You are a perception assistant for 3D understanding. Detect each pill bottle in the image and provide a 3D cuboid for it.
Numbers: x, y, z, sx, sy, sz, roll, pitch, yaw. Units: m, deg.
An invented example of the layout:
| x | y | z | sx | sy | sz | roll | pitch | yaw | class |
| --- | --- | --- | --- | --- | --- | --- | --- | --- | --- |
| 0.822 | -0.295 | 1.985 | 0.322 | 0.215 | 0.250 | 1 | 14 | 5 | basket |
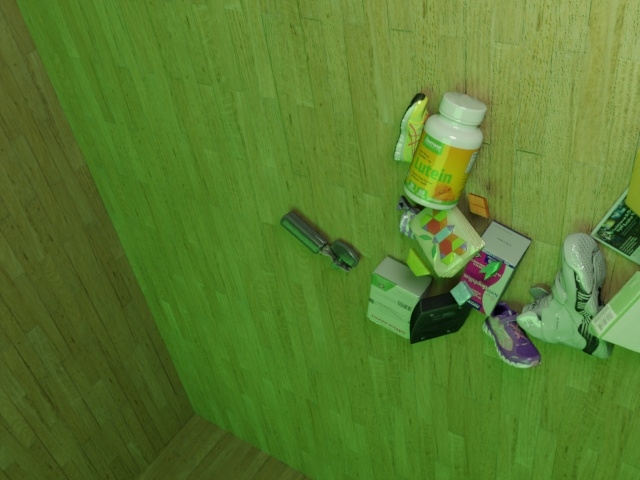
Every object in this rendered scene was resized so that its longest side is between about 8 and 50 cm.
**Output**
| x | y | z | sx | sy | sz | roll | pitch | yaw | class |
| --- | --- | --- | --- | --- | --- | --- | --- | --- | --- |
| 0.289 | -0.206 | 1.503 | 0.136 | 0.136 | 0.245 | 28 | 124 | 20 | pill bottle |

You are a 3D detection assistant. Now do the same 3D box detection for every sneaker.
| x | y | z | sx | sy | sz | roll | pitch | yaw | class |
| --- | --- | --- | --- | --- | --- | --- | --- | --- | --- |
| 0.509 | 0.244 | 1.752 | 0.236 | 0.095 | 0.104 | -117 | 27 | -59 | sneaker |
| 0.580 | 0.136 | 1.597 | 0.210 | 0.137 | 0.365 | 2 | 131 | 39 | sneaker |
| 0.241 | -0.264 | 1.580 | 0.094 | 0.081 | 0.208 | 23 | 146 | 14 | sneaker |

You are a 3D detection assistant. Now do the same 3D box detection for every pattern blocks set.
| x | y | z | sx | sy | sz | roll | pitch | yaw | class |
| --- | --- | --- | --- | --- | --- | --- | --- | --- | --- |
| 0.310 | -0.014 | 1.642 | 0.325 | 0.026 | 0.285 | 50 | 128 | 27 | pattern blocks set |

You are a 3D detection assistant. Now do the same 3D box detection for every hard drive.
| x | y | z | sx | sy | sz | roll | pitch | yaw | class |
| --- | --- | --- | --- | --- | --- | --- | --- | --- | --- |
| 0.337 | 0.217 | 1.878 | 0.254 | 0.172 | 0.054 | 89 | 166 | -62 | hard drive |

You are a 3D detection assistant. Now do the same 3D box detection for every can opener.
| x | y | z | sx | sy | sz | roll | pitch | yaw | class |
| --- | --- | --- | --- | --- | --- | --- | --- | --- | --- |
| 0.000 | 0.000 | 2.087 | 0.280 | 0.074 | 0.093 | 37 | 109 | 7 | can opener |

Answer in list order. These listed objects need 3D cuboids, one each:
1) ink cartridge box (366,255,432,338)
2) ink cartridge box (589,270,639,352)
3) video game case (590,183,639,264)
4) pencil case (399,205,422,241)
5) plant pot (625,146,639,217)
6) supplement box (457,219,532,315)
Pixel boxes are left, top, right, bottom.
| x | y | z | sx | sy | sz | roll | pitch | yaw | class |
| --- | --- | --- | --- | --- | --- | --- | --- | --- | --- |
| 0.237 | 0.176 | 2.003 | 0.160 | 0.092 | 0.219 | 28 | 142 | 21 | ink cartridge box |
| 0.756 | 0.180 | 1.475 | 0.235 | 0.056 | 0.171 | 20 | 120 | -17 | ink cartridge box |
| 0.706 | -0.027 | 1.415 | 0.173 | 0.022 | 0.190 | 33 | 144 | 13 | video game case |
| 0.309 | -0.020 | 1.742 | 0.206 | 0.086 | 0.088 | 25 | 144 | 24 | pencil case |
| 0.683 | -0.119 | 1.188 | 0.187 | 0.212 | 0.212 | 30 | 149 | 33 | plant pot |
| 0.440 | 0.075 | 1.694 | 0.111 | 0.114 | 0.220 | 30 | 144 | 19 | supplement box |
